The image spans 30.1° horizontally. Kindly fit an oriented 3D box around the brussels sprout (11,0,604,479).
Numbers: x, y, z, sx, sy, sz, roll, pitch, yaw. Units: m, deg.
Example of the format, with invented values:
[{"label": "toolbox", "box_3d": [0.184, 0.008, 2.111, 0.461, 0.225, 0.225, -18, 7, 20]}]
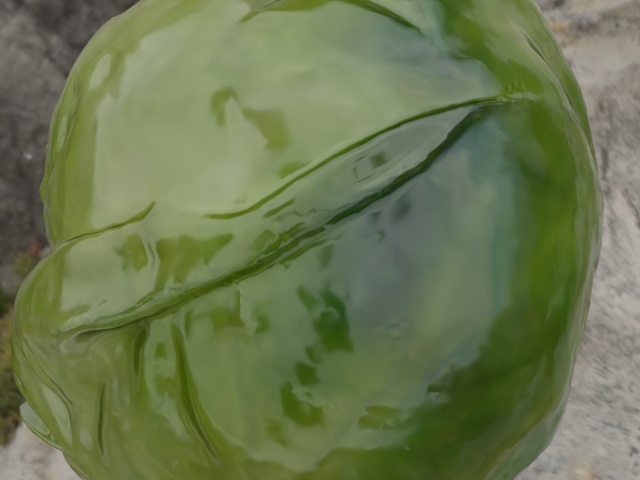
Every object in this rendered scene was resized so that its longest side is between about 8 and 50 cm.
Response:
[{"label": "brussels sprout", "box_3d": [0.001, -0.001, 0.771, 0.361, 0.342, 0.426, 1, 82, 63]}]
